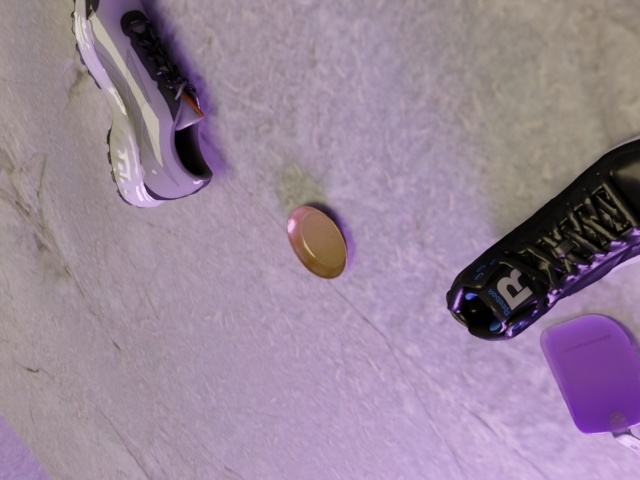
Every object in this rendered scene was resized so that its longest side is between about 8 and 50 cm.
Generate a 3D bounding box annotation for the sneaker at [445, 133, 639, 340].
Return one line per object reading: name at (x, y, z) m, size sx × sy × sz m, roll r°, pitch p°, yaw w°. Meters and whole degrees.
sneaker at (0.172, 0.013, 0.580) m, size 0.079 × 0.121 × 0.217 m, roll 51°, pitch 141°, yaw 8°

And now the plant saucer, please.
plant saucer at (0.000, 0.000, 0.842) m, size 0.083 × 0.015 × 0.083 m, roll 27°, pitch 133°, yaw 34°

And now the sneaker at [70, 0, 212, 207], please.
sneaker at (-0.183, -0.172, 0.878) m, size 0.108 × 0.100 × 0.271 m, roll -6°, pitch 109°, yaw 23°

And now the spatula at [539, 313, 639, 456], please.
spatula at (0.278, 0.194, 0.659) m, size 0.296 × 0.030 × 0.084 m, roll 57°, pitch 139°, yaw 2°
